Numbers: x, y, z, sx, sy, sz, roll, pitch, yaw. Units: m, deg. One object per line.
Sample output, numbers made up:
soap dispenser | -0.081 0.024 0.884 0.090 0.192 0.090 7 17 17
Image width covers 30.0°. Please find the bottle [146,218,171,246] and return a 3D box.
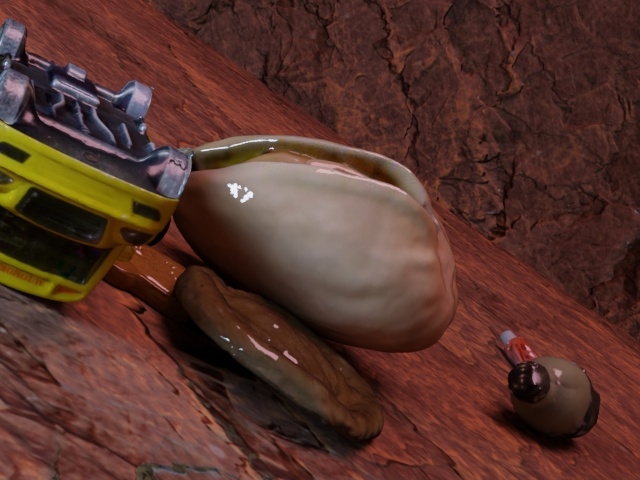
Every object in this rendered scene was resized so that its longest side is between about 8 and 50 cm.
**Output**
bottle | -0.214 -0.056 1.157 0.164 0.060 0.060 39 11 18

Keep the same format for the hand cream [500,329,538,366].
hand cream | 0.321 0.200 1.791 0.052 0.038 0.216 1 28 -20

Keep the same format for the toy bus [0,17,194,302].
toy bus | -0.209 -0.059 0.919 0.144 0.152 0.330 25 11 -21

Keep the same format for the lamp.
lamp | 0.301 0.202 1.515 0.101 0.101 0.250 43 5 36

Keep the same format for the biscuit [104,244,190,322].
biscuit | -0.149 0.030 1.059 0.118 0.023 0.140 41 11 34

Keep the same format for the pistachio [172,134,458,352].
pistachio | 0.000 0.000 1.197 0.318 0.214 0.193 24 32 -8

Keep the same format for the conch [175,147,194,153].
conch | -0.165 -0.085 1.456 0.076 0.057 0.085 21 12 -9

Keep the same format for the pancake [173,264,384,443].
pancake | -0.028 0.096 1.040 0.236 0.042 0.222 38 4 -38
